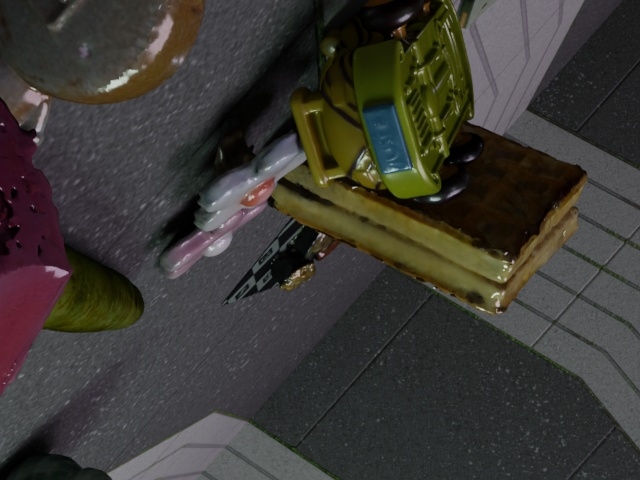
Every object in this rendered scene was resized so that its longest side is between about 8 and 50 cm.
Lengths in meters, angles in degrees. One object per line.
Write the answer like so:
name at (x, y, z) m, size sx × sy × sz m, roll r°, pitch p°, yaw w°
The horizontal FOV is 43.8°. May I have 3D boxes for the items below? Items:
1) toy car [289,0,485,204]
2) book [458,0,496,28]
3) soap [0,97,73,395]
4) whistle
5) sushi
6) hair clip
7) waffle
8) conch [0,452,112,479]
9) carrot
toy car at (0.065, -0.141, 0.777) m, size 0.142 × 0.200 × 0.248 m, roll -6°, pitch -156°, yaw 25°
book at (0.270, -0.411, 1.014) m, size 0.201 × 0.026 × 0.289 m, roll -45°, pitch 169°, yaw -16°
soap at (-0.214, 0.037, 0.340) m, size 0.250 × 0.162 × 0.099 m, roll -52°, pitch 169°, yaw 23°
whistle at (-0.139, -0.093, 0.381) m, size 0.220 × 0.107 × 0.057 m, roll -36°, pitch 178°, yaw 20°
sushi at (0.000, 0.000, 1.311) m, size 0.294 × 0.059 × 0.292 m, roll -50°, pitch 168°, yaw 14°
hair clip at (-0.094, -0.039, 0.801) m, size 0.146 × 0.075 × 0.257 m, roll -45°, pitch 174°, yaw -41°
waffle at (0.116, -0.057, 0.887) m, size 0.213 × 0.308 × 0.091 m, roll -39°, pitch 145°, yaw -39°
conch at (-0.349, 0.357, 0.955) m, size 0.277 × 0.195 × 0.220 m, roll -25°, pitch 141°, yaw 8°
carrot at (-0.203, 0.043, 0.653) m, size 0.074 × 0.074 × 0.358 m, roll -47°, pitch 171°, yaw -6°
